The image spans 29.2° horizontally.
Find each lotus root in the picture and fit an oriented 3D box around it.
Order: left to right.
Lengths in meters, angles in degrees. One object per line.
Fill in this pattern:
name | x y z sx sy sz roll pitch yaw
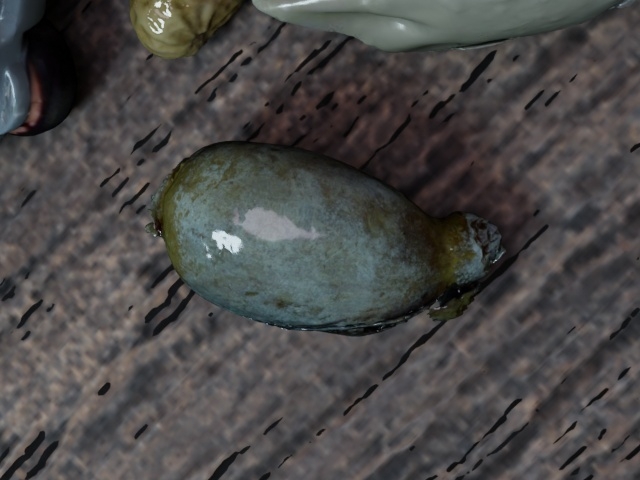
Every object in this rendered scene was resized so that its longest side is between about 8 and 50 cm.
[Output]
lotus root | -0.001 0.002 0.560 0.165 0.088 0.088 14 96 2

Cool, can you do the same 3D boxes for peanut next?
peanut | -0.054 -0.139 0.578 0.053 0.054 0.113 25 98 10

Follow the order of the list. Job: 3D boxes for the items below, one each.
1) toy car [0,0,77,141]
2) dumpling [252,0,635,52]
toy car | -0.232 -0.141 0.533 0.212 0.180 0.271 34 129 19
dumpling | 0.066 -0.160 0.515 0.247 0.142 0.173 -3 61 0
